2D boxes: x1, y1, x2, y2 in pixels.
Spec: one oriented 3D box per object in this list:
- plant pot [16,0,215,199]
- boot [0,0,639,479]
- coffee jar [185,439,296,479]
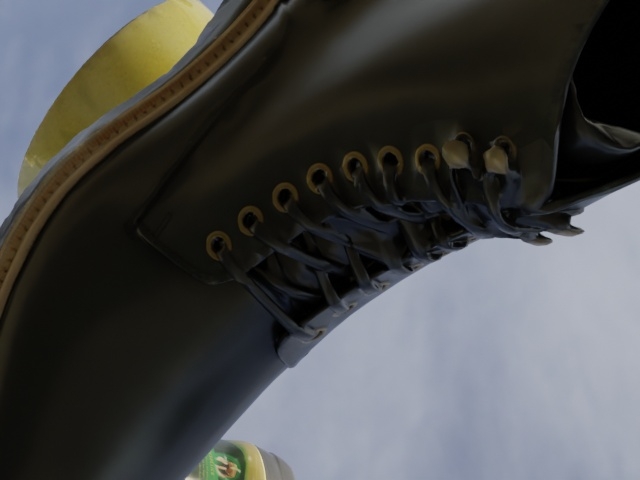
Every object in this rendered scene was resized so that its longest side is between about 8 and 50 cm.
[{"bbox_3d":[-0.066,-0.035,0.789,0.095,0.134,0.134,40,-109,13],"label":"plant pot"},{"bbox_3d":[0.000,0.000,0.354,0.198,0.077,0.137,-59,-149,-7],"label":"boot"},{"bbox_3d":[-0.106,0.151,0.989,0.096,0.184,0.079,-47,-146,29],"label":"coffee jar"}]
